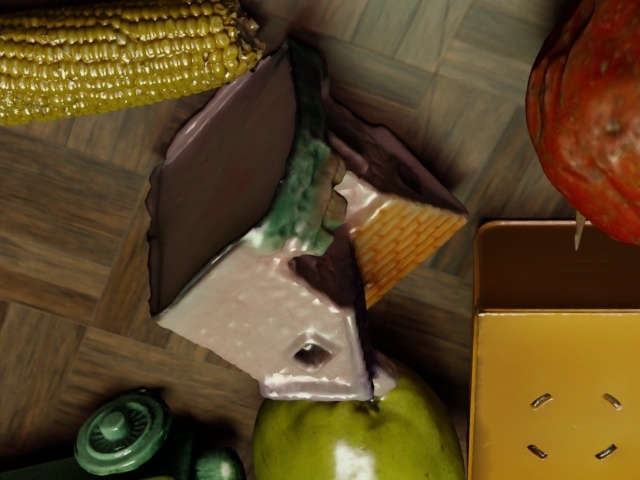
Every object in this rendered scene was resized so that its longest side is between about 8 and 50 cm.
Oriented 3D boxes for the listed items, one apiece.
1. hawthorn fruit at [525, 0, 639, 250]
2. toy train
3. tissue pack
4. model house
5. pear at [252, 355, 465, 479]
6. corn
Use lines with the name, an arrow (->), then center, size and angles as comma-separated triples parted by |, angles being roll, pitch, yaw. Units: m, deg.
hawthorn fruit -> 0.289, -0.118, 1.244 | 0.261, 0.258, 0.258 | -5, 132, 38
toy train -> -0.290, 0.324, 1.588 | 0.442, 0.272, 0.179 | -14, 128, 14
tissue pack -> 0.237, 0.128, 1.491 | 0.194, 0.145, 0.275 | 2, 128, 4
model house -> 0.000, 0.000, 1.353 | 0.237, 0.237, 0.202 | 35, 115, -27
pear -> 0.037, 0.222, 1.531 | 0.212, 0.212, 0.269 | 1, 138, 2
corn -> -0.193, -0.152, 1.323 | 0.293, 0.106, 0.106 | -8, 127, 8
